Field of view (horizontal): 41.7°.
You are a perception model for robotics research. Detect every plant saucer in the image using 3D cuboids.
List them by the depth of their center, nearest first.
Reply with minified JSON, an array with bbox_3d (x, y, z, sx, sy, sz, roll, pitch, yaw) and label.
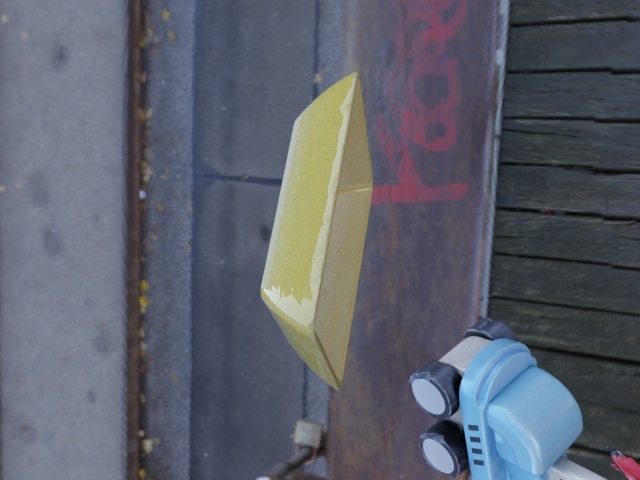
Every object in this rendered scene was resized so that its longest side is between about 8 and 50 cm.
[{"bbox_3d":[0.000,0.000,1.100,0.081,0.333,0.332,7,70,9],"label":"plant saucer"}]

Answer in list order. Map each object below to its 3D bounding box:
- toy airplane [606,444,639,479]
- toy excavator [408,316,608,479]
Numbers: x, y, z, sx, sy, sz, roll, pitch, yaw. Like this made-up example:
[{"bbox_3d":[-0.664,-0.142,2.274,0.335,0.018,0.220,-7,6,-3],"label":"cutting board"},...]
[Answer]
[{"bbox_3d":[0.463,0.347,1.193,0.028,0.151,0.151,-43,69,0],"label":"toy airplane"},{"bbox_3d":[0.419,0.408,1.568,0.445,0.222,0.433,16,128,47],"label":"toy excavator"}]
